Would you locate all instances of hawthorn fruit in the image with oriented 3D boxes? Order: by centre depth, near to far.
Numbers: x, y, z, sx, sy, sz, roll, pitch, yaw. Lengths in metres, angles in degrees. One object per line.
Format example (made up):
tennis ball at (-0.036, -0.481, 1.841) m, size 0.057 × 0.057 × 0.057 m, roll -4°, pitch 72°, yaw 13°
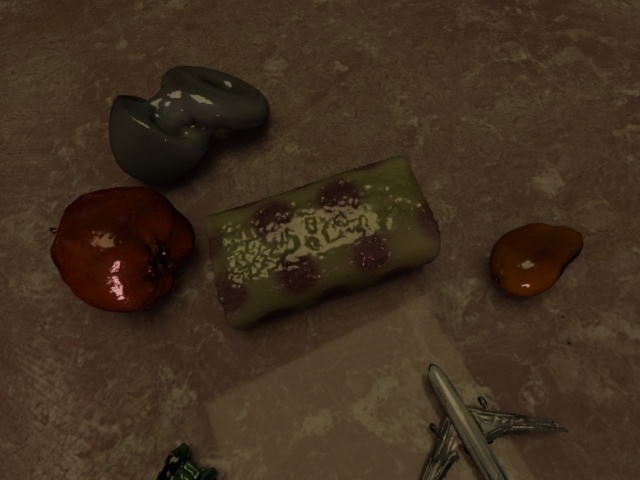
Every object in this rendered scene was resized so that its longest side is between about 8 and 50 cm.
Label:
hawthorn fruit at (-0.347, 0.005, 0.706) m, size 0.243 × 0.207 × 0.207 m, roll 13°, pitch 64°, yaw 18°

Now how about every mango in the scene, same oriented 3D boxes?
mango at (0.331, 0.027, 0.669) m, size 0.159 × 0.084 × 0.105 m, roll -22°, pitch 43°, yaw -28°

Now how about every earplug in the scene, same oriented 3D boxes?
earplug at (-0.255, -0.239, 0.846) m, size 0.325 × 0.175 × 0.214 m, roll -36°, pitch 59°, yaw -23°

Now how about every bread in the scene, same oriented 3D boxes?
bread at (0.000, 0.000, 0.679) m, size 0.338 × 0.155 × 0.187 m, roll -17°, pitch 65°, yaw -3°

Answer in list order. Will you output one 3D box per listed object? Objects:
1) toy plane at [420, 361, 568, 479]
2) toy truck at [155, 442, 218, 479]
toy plane at (0.204, 0.266, 0.565) m, size 0.226 × 0.058 × 0.226 m, roll -27°, pitch 59°, yaw -4°
toy truck at (-0.212, 0.352, 0.558) m, size 0.080 × 0.078 × 0.154 m, roll 30°, pitch 69°, yaw 19°
